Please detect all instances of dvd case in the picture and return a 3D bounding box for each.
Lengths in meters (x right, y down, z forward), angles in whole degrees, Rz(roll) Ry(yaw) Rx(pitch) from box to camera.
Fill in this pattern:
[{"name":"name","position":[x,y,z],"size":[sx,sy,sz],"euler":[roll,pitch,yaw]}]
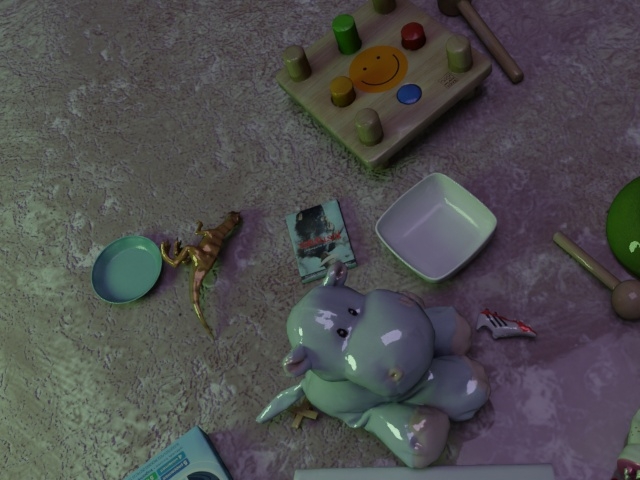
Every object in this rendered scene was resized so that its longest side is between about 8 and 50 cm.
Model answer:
[{"name":"dvd case","position":[0.000,0.000,1.259],"size":[0.087,0.013,0.120],"euler":[-18,60,5]}]

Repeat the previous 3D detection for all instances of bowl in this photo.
[{"name":"bowl","position":[0.168,-0.011,1.198],"size":[0.142,0.053,0.142],"euler":[-41,60,-10]}]

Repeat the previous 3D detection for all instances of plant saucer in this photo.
[{"name":"plant saucer","position":[-0.301,0.049,1.307],"size":[0.119,0.021,0.119],"euler":[-6,60,11]}]

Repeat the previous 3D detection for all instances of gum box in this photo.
[{"name":"gum box","position":[-0.178,0.363,1.088],"size":[0.157,0.041,0.184],"euler":[-36,55,-6]}]

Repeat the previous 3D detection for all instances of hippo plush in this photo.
[{"name":"hippo plush","position":[0.059,0.117,1.035],"size":[0.294,0.237,0.234],"euler":[12,58,26]}]

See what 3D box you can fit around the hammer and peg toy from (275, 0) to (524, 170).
[{"name":"hammer and peg toy","position":[0.139,-0.295,1.314],"size":[0.361,0.127,0.266],"euler":[-39,60,-7]}]

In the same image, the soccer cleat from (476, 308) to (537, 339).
[{"name":"soccer cleat","position":[0.250,0.120,1.122],"size":[0.083,0.029,0.036],"euler":[20,78,27]}]

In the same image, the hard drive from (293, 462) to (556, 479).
[{"name":"hard drive","position":[0.118,0.344,0.954],"size":[0.318,0.040,0.210],"euler":[-3,28,8]}]

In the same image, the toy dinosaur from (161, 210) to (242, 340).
[{"name":"toy dinosaur","position":[-0.184,0.033,1.261],"size":[0.112,0.064,0.212],"euler":[11,66,18]}]

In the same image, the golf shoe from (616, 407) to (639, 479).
[{"name":"golf shoe","position":[0.503,0.252,0.937],"size":[0.306,0.115,0.140],"euler":[15,61,18]}]

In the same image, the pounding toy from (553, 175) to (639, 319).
[{"name":"pounding toy","position":[0.454,-0.024,1.097],"size":[0.236,0.110,0.183],"euler":[-31,59,-3]}]

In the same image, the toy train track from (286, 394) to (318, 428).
[{"name":"toy train track","position":[-0.017,0.222,1.145],"size":[0.048,0.014,0.083],"euler":[11,60,28]}]

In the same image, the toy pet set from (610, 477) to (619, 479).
[{"name":"toy pet set","position":[0.356,0.360,0.959],"size":[0.122,0.065,0.114],"euler":[36,41,25]}]
